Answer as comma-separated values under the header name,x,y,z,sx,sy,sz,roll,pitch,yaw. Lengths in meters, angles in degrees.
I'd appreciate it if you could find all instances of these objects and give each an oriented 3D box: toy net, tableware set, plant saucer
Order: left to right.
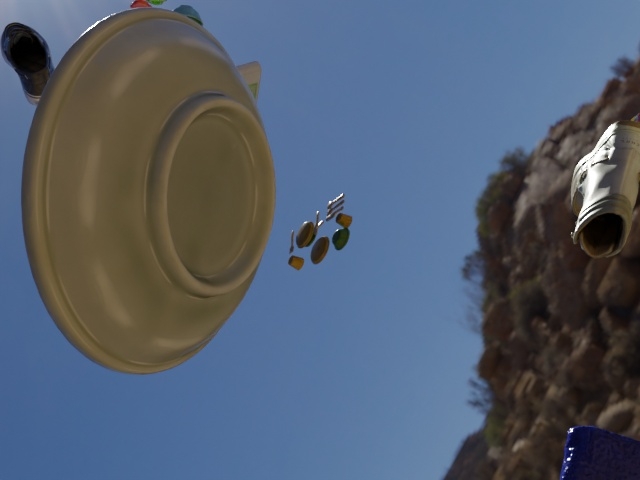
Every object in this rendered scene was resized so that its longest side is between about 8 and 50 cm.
name,x,y,z,sx,sy,sz,roll,pitch,yaw
toy net,-0.317,-0.395,1.901,0.122,0.232,0.045,12,-107,-34
plant saucer,-0.144,-0.049,1.097,0.400,0.101,0.400,-13,-75,-59
tableware set,0.000,0.000,1.604,0.154,0.024,0.104,-36,39,43

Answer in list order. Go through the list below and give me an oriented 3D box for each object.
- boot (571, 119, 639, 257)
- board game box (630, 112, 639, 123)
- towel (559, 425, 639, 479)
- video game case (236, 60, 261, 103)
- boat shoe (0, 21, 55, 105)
name,x,y,z,sx,sy,sz,roll,pitch,yaw
boot,0.383,-0.044,1.390,0.213,0.077,0.165,102,-173,-61
board game box,0.476,-0.120,1.562,0.133,0.033,0.169,-52,-26,-3
towel,0.429,0.431,1.426,0.076,0.228,0.308,101,-172,-57
video game case,-0.193,-0.190,1.605,0.193,0.023,0.212,-18,-23,-17
boat shoe,-0.490,-0.313,1.687,0.080,0.228,0.076,-17,-43,-13
